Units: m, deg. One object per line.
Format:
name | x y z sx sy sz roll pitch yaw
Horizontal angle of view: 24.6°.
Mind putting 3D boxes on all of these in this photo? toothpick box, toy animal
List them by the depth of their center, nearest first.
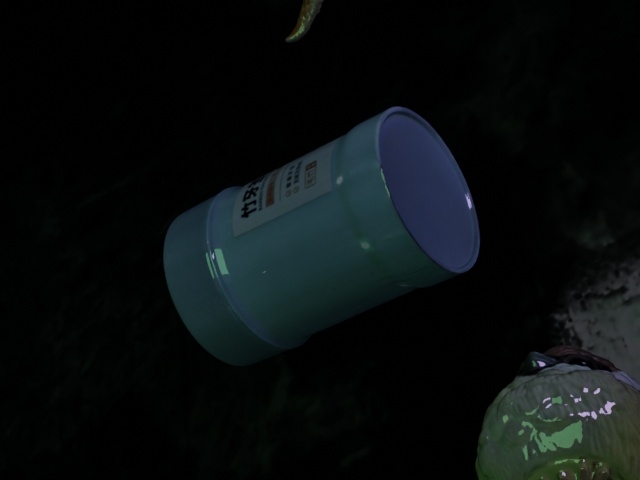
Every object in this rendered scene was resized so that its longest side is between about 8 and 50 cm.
toy animal | 0.132 0.113 0.708 0.098 0.137 0.098 -30 19 11
toothpick box | 0.000 0.000 0.829 0.153 0.101 0.101 -25 61 28

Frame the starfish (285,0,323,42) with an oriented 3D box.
starfish | 0.001 -0.248 0.945 0.213 0.057 0.238 -9 68 44
